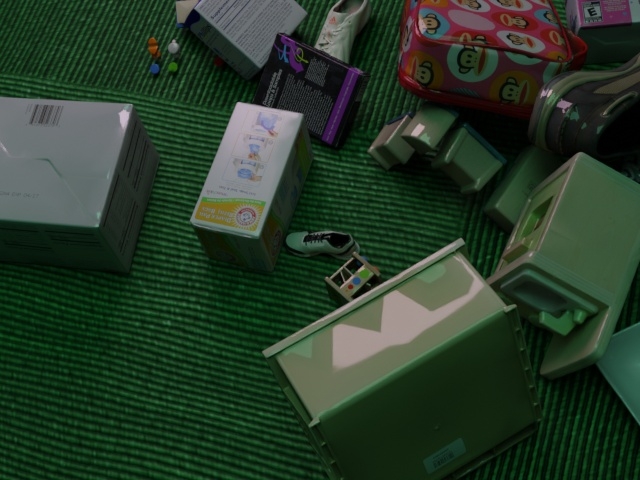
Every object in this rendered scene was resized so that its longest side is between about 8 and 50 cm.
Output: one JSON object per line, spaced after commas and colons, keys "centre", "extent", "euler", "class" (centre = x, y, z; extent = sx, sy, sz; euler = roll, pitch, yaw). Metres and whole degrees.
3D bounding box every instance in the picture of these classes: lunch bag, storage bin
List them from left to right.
{"centre": [0.109, 0.180, 1.221], "extent": [0.262, 0.260, 0.123], "euler": [-30, 44, -8], "class": "storage bin"}
{"centre": [0.242, -0.281, 1.459], "extent": [0.258, 0.120, 0.293], "euler": [10, 33, -1], "class": "lunch bag"}

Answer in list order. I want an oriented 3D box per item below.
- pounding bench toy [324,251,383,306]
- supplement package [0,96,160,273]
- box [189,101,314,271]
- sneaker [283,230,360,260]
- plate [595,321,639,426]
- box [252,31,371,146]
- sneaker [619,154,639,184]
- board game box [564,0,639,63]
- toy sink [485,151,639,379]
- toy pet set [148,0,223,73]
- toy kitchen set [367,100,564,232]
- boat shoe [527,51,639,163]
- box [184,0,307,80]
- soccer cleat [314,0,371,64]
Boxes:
{"centre": [0.059, 0.067, 1.403], "extent": [0.065, 0.052, 0.083], "euler": [-42, 63, -14], "class": "pounding bench toy"}
{"centre": [-0.393, -0.082, 1.506], "extent": [0.261, 0.145, 0.204], "euler": [5, 63, 11], "class": "supplement package"}
{"centre": [-0.093, -0.074, 1.469], "extent": [0.103, 0.114, 0.203], "euler": [12, 65, 14], "class": "box"}
{"centre": [0.000, 0.000, 1.455], "extent": [0.109, 0.044, 0.040], "euler": [4, 64, 13], "class": "sneaker"}
{"centre": [0.515, 0.189, 1.265], "extent": [0.278, 0.045, 0.277], "euler": [-26, 60, -5], "class": "plate"}
{"centre": [-0.015, -0.225, 1.552], "extent": [0.162, 0.029, 0.116], "euler": [30, 111, 21], "class": "box"}
{"centre": [0.443, -0.082, 1.429], "extent": [0.069, 0.038, 0.098], "euler": [16, 66, 18], "class": "sneaker"}
{"centre": [0.481, -0.420, 1.576], "extent": [0.223, 0.097, 0.304], "euler": [-3, 60, 7], "class": "board game box"}
{"centre": [0.299, 0.033, 1.304], "extent": [0.131, 0.153, 0.234], "euler": [28, 69, -4], "class": "toy sink"}
{"centre": [-0.209, -0.328, 1.673], "extent": [0.122, 0.065, 0.114], "euler": [-3, 96, 11], "class": "toy pet set"}
{"centre": [0.201, -0.115, 1.475], "extent": [0.207, 0.166, 0.122], "euler": [41, 72, -12], "class": "toy kitchen set"}
{"centre": [0.438, -0.168, 1.379], "extent": [0.355, 0.132, 0.130], "euler": [-21, 42, -26], "class": "boat shoe"}
{"centre": [-0.115, -0.343, 1.610], "extent": [0.137, 0.072, 0.126], "euler": [42, 71, -11], "class": "box"}
{"centre": [0.023, -0.308, 1.599], "extent": [0.068, 0.076, 0.196], "euler": [17, 66, 18], "class": "soccer cleat"}
